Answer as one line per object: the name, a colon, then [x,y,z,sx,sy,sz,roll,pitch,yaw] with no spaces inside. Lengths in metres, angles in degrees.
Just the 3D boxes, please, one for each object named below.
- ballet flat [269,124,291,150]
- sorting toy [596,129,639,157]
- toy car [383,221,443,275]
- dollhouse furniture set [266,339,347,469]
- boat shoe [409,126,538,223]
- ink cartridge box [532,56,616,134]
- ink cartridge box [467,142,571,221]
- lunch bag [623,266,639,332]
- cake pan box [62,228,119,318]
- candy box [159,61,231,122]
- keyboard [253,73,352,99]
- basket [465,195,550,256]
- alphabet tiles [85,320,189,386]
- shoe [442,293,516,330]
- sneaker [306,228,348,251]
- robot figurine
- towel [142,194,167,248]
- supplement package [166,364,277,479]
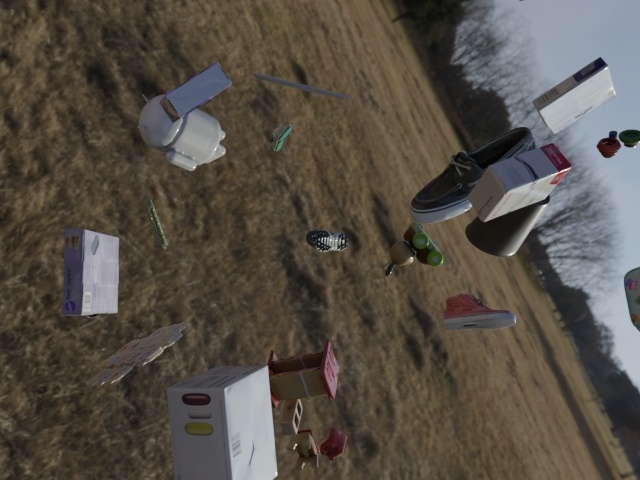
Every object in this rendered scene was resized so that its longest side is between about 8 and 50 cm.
ballet flat: [-0.157,-0.391,2.170,0.052,0.168,0.057,46,58,3]
sorting toy: [0.655,-0.210,1.279,0.061,0.102,0.042,-106,180,-52]
toy car: [0.289,0.051,1.920,0.149,0.188,0.155,50,12,-11]
dollhouse furniture set: [-0.024,0.514,1.802,0.152,0.202,0.373,-73,149,-62]
boat shoe: [0.350,-0.164,1.373,0.119,0.335,0.121,58,2,-38]
ink cartridge box: [0.781,-0.437,1.785,0.224,0.223,0.045,20,42,-56]
ink cartridge box: [0.358,-0.104,1.059,0.063,0.151,0.109,62,-21,22]
lunch bag: [1.010,0.146,1.621,0.108,0.279,0.224,41,43,-34]
cake pan box: [-0.699,0.106,1.788,0.246,0.070,0.266,32,57,-82]
candy box: [-0.343,-0.397,1.578,0.070,0.165,0.196,56,-13,-17]
keyboard: [-0.045,-0.396,1.493,0.072,0.256,0.014,-138,-121,-75]
basket: [0.595,-0.080,1.820,0.205,0.226,0.154,1,49,-24]
alphabet tiles: [-0.500,0.304,1.596,0.278,0.284,0.021,-40,106,-45]
shoe: [0.380,0.167,1.402,0.063,0.178,0.081,40,50,-41]
sneaker: [0.000,0.000,2.088,0.234,0.106,0.078,5,91,-57]
robot figurine: [-0.506,-0.400,2.109,0.354,0.200,0.299,21,53,-49]
towel: [-0.494,-0.054,1.736,0.110,0.027,0.148,-135,-152,-57]
supplement package: [-0.213,0.429,1.289,0.204,0.145,0.261,-5,89,-68]
